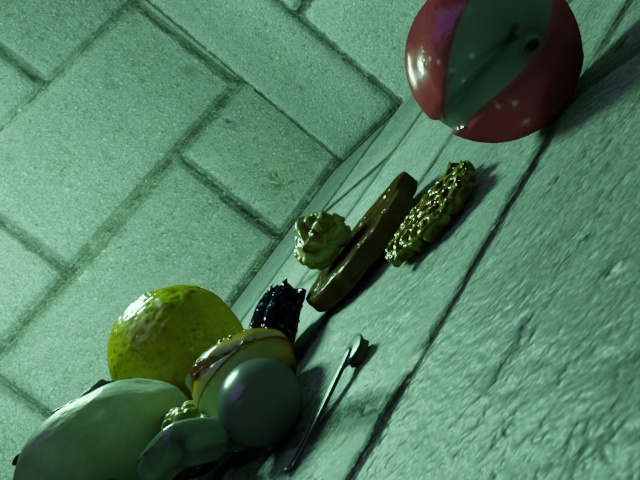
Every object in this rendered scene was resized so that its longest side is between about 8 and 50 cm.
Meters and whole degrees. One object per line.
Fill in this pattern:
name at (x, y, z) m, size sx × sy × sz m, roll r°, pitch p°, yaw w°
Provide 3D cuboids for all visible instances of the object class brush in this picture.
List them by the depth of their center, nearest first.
brush at (0.011, 0.262, 1.352) m, size 0.266 × 0.027 × 0.062 m, roll -59°, pitch 10°, yaw -30°

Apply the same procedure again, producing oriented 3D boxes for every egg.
egg at (-0.103, 0.279, 1.462) m, size 0.146 × 0.146 × 0.199 m, roll -48°, pitch -1°, yaw 18°

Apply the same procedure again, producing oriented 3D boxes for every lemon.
lemon at (-0.342, 0.292, 2.064) m, size 0.350 × 0.387 × 0.349 m, roll -19°, pitch -28°, yaw -11°

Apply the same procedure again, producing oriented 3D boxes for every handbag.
handbag at (-0.104, 0.201, 1.890) m, size 0.260 × 0.113 × 0.161 m, roll -63°, pitch -6°, yaw -59°

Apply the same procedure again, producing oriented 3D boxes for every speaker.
speaker at (0.284, -0.315, 1.418) m, size 0.294 × 0.294 × 0.294 m, roll -50°, pitch 7°, yaw 8°

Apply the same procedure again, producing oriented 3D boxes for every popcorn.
popcorn at (-0.247, 0.403, 1.712) m, size 0.142 × 0.174 × 0.173 m, roll -55°, pitch 4°, yaw 31°
popcorn at (0.000, 0.000, 1.913) m, size 0.145 × 0.126 × 0.125 m, roll -29°, pitch 44°, yaw 38°

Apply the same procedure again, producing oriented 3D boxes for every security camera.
security camera at (-0.194, 0.377, 1.530) m, size 0.157 × 0.080 × 0.302 m, roll -50°, pitch -27°, yaw 23°

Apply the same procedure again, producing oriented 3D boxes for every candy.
candy at (-0.418, 0.481, 1.763) m, size 0.186 × 0.385 × 0.427 m, roll 11°, pitch 37°, yaw 35°

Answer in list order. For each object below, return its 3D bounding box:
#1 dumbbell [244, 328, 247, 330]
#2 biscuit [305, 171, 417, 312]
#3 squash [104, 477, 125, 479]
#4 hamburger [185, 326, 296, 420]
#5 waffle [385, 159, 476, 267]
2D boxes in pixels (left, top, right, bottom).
dumbbell at (-0.284, 0.327, 2.400) m, size 0.325 × 0.160 × 0.144 m, roll 145°, pitch 132°, yaw -70°
biscuit at (0.103, 0.003, 1.908) m, size 0.381 × 0.074 × 0.359 m, roll -50°, pitch 6°, yaw -11°
squash at (-0.355, 0.528, 1.604) m, size 0.095 × 0.188 × 0.095 m, roll -48°, pitch 9°, yaw 10°
hamburger at (-0.149, 0.262, 1.651) m, size 0.237 × 0.147 × 0.236 m, roll -32°, pitch -26°, yaw -18°
waffle at (0.210, -0.053, 1.603) m, size 0.245 × 0.052 × 0.254 m, roll -51°, pitch 5°, yaw 13°
